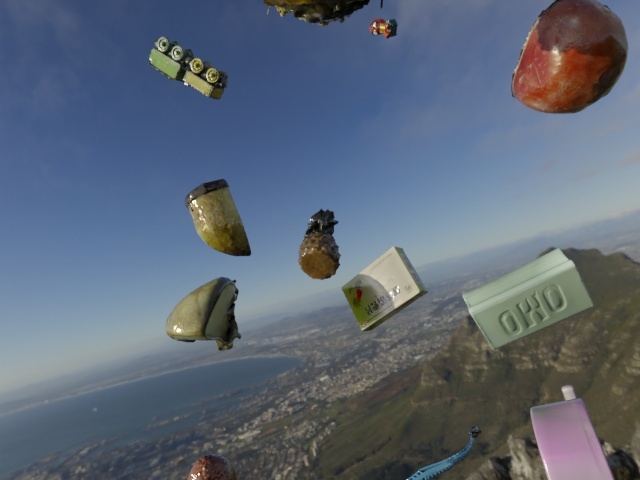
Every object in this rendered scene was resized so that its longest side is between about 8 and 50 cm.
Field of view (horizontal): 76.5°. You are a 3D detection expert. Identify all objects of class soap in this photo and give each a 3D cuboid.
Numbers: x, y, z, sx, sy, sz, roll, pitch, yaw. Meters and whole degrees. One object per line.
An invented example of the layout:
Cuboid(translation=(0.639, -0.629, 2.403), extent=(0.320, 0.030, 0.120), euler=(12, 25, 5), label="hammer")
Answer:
Cuboid(translation=(0.527, 0.155, 1.041), extent=(0.266, 0.159, 0.087), euler=(-30, 22, 17), label="soap")

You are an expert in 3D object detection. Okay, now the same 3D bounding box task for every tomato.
Cuboid(translation=(0.499, -0.343, 0.791), extent=(0.181, 0.155, 0.214), euler=(-16, -45, -8), label="tomato")

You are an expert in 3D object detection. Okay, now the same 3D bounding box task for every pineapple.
Cuboid(translation=(0.000, 0.000, 1.078), extent=(0.119, 0.111, 0.237), euler=(-44, 20, 27), label="pineapple")

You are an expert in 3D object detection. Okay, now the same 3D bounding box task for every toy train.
Cuboid(translation=(-0.306, -0.395, 0.941), extent=(0.081, 0.202, 0.060), euler=(-59, -9, 19), label="toy train")

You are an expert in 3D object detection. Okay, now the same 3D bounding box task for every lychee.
Cuboid(translation=(-0.220, 0.510, 0.836), extent=(0.115, 0.140, 0.101), euler=(-4, 1, 16), label="lychee")

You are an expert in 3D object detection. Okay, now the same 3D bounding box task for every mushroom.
Cuboid(translation=(-0.374, 0.228, 1.327), extent=(0.212, 0.217, 0.292), euler=(-3, -24, 16), label="mushroom")

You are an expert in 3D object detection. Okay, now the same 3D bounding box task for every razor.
Cuboid(translation=(0.301, 0.551, 1.006), extent=(0.253, 0.042, 0.082), euler=(-37, -25, 1), label="razor")

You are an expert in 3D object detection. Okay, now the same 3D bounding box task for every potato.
Cuboid(translation=(-0.146, -0.019, 0.588), extent=(0.067, 0.103, 0.096), euler=(-22, -19, -16), label="potato")

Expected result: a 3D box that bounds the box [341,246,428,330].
Cuboid(translation=(0.206, 0.165, 1.358), extent=(0.260, 0.175, 0.062), euler=(-42, -31, 29), label="box")

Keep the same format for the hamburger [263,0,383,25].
Cuboid(translation=(0.009, -0.447, 0.600), extent=(0.262, 0.242, 0.138), euler=(-3, 11, 2), label="hamburger")

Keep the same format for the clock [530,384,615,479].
Cuboid(translation=(0.510, 0.458, 0.797), extent=(0.102, 0.338, 0.339), euler=(-20, -9, 23), label="clock")

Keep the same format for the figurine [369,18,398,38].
Cuboid(translation=(0.251, -0.856, 1.629), extent=(0.075, 0.140, 0.068), euler=(-25, -45, -18), label="figurine")
